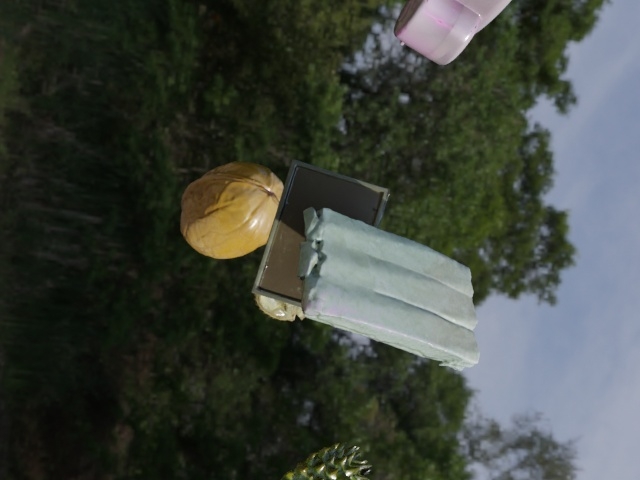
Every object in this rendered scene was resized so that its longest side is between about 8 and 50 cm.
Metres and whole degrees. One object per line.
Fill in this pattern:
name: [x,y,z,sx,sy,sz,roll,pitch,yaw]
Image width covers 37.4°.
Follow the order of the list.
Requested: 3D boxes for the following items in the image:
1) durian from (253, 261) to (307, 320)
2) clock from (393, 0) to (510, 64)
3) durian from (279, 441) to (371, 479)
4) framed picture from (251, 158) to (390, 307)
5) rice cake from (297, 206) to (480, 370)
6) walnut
durian: [-0.053,0.059,1.716,0.091,0.148,0.188,-107,-156,-49]
clock: [0.236,-0.435,1.353,0.322,0.113,0.295,-49,-161,35]
durian: [-0.054,0.440,1.440,0.352,0.158,0.169,-39,-175,-22]
framed picture: [0.000,0.000,0.996,0.011,0.109,0.149,-123,-129,-87]
rice cake: [0.067,0.049,0.934,0.038,0.211,0.124,-31,-129,47]
walnut: [-0.148,-0.049,1.562,0.207,0.159,0.159,-15,-116,43]
